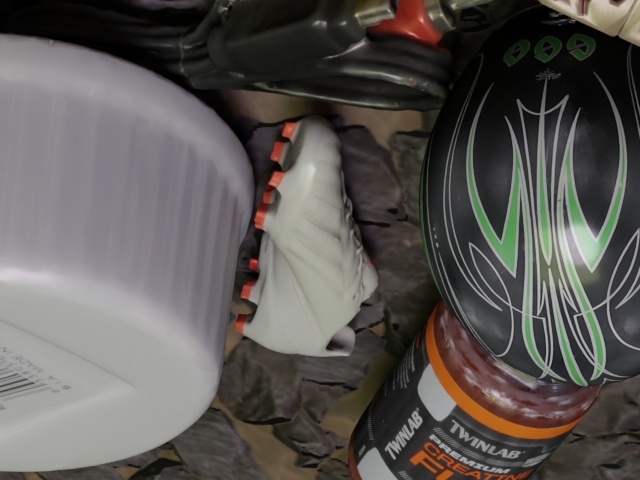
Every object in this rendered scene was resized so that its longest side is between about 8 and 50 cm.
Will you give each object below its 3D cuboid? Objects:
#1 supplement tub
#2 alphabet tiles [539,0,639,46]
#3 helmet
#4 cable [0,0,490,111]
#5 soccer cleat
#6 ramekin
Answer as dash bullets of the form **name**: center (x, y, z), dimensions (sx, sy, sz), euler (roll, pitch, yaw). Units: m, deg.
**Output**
- **supplement tub**: center (0.095, 0.087, 1.022), dimensions (0.106, 0.106, 0.198), euler (24, 136, -4)
- **alphabet tiles**: center (0.101, -0.203, 0.762), dimensions (0.237, 0.009, 0.198), euler (24, 119, -3)
- **helmet**: center (0.125, -0.016, 0.861), dimensions (0.169, 0.162, 0.169), euler (8, 146, 6)
- **cable**: center (-0.040, -0.112, 0.932), dimensions (0.287, 0.072, 0.139), euler (-6, 149, 40)
- **soccer cleat**: center (0.000, 0.000, 1.004), dimensions (0.076, 0.068, 0.196), euler (13, 143, 0)
- **ramekin**: center (-0.175, 0.020, 0.971), dimensions (0.277, 0.135, 0.277), euler (0, 149, 0)
